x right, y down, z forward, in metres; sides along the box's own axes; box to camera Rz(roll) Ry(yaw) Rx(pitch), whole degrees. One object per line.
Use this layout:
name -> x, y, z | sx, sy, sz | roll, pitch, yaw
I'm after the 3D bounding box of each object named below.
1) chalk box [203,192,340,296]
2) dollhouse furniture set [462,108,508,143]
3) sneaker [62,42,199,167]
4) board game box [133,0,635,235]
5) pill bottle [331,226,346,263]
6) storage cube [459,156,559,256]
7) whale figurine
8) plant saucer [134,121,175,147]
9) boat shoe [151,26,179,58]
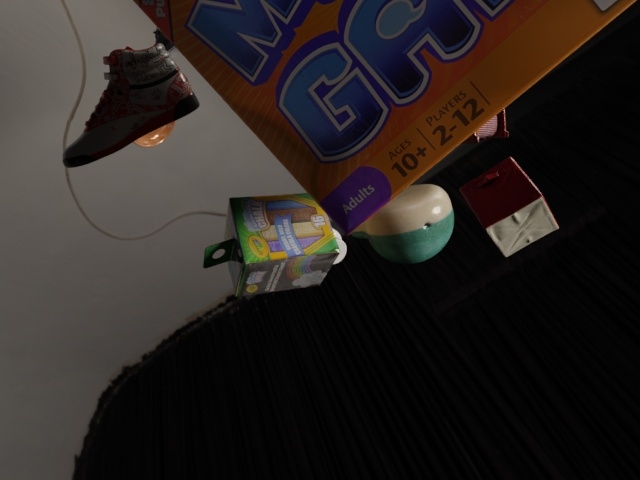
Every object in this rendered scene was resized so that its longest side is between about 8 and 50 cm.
chalk box -> -0.098, 0.009, 0.735 | 0.213, 0.132, 0.132 | -5, 150, -22
dollhouse furniture set -> 0.411, -0.464, 1.202 | 0.201, 0.152, 0.374 | -21, 107, -39
sneaker -> -0.372, -0.251, 0.759 | 0.270, 0.090, 0.145 | -33, 120, -13
board game box -> 0.083, -0.294, 0.521 | 0.356, 0.356, 0.356 | -40, 95, 28
pill bottle -> 0.000, 0.000, 1.139 | 0.094, 0.169, 0.094 | -11, 116, -24
storage cube -> 0.580, -0.100, 1.300 | 0.184, 0.193, 0.215 | -34, 133, 21
whale figurine -> 0.163, -0.037, 0.877 | 0.216, 0.272, 0.141 | -21, 105, -11
plant saucer -> -0.565, -0.406, 1.385 | 0.200, 0.037, 0.200 | -50, 159, -26
boat shoe -> -0.398, -0.544, 1.109 | 0.229, 0.080, 0.076 | -13, 150, 32
